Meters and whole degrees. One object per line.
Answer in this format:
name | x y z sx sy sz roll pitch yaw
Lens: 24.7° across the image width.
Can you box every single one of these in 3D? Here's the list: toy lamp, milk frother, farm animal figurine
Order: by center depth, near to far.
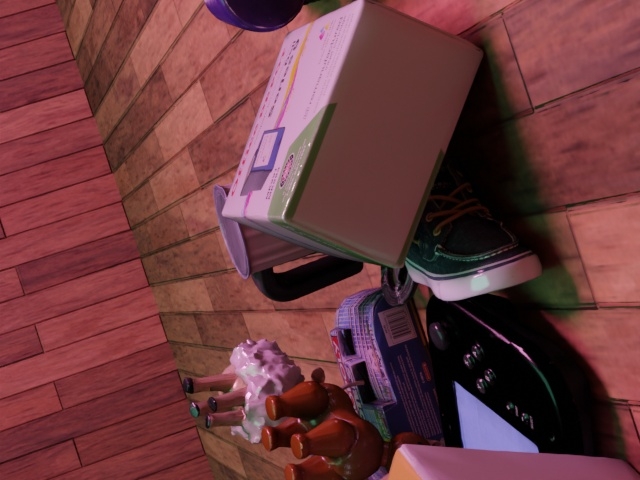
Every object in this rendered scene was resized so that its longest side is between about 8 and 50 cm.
toy lamp | -0.010 -0.193 1.029 0.275 0.080 0.080 4 112 62
farm animal figurine | 0.028 0.257 1.192 0.327 0.172 0.330 11 107 63
milk frother | 0.000 0.000 1.219 0.143 0.135 0.129 -142 35 -67

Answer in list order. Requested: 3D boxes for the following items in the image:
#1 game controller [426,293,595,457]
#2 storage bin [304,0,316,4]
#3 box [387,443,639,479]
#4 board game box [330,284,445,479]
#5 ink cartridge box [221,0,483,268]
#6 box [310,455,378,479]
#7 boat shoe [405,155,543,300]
game controller | 0.144 0.186 1.041 0.166 0.067 0.319 -130 25 -58
storage bin | -0.061 -0.282 1.200 0.122 0.084 0.180 -133 27 -61
box | 0.113 0.323 0.849 0.215 0.168 0.345 -135 55 -62
board game box | 0.057 0.143 1.345 0.194 0.060 0.194 160 91 -76
ink cartridge box | 0.014 -0.071 1.017 0.212 0.093 0.154 -171 101 -77
box | 0.053 0.302 1.498 0.232 0.059 0.183 -126 36 -50
boat shoe | 0.090 -0.011 0.994 0.183 0.065 0.083 -166 60 -75
